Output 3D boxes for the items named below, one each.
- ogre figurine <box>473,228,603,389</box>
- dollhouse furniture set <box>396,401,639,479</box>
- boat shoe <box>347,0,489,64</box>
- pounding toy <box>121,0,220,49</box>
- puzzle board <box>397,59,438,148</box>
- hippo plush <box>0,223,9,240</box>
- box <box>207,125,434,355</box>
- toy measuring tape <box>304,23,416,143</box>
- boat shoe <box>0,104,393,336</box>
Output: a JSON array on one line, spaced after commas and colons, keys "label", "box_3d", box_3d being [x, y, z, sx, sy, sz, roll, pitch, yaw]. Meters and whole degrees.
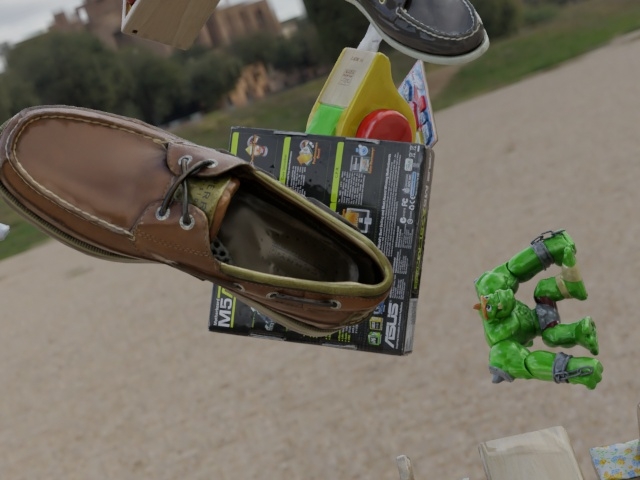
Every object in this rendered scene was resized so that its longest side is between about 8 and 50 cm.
[{"label": "ogre figurine", "box_3d": [0.227, 0.082, 1.534, 0.118, 0.197, 0.097, -18, -23, 14]}, {"label": "dollhouse furniture set", "box_3d": [0.173, 0.209, 1.091, 0.212, 0.161, 0.242, -13, 31, 2]}, {"label": "boat shoe", "box_3d": [0.075, -0.246, 1.391, 0.081, 0.068, 0.228, -33, 50, -19]}, {"label": "pounding toy", "box_3d": [-0.160, -0.280, 1.433, 0.100, 0.141, 0.130, 13, -34, -24]}, {"label": "puzzle board", "box_3d": [0.131, -0.173, 2.008, 0.011, 0.128, 0.096, 0, -23, -20]}, {"label": "hippo plush", "box_3d": [-0.425, -0.123, 1.202, 0.234, 0.236, 0.294, -3, 6, -35]}, {"label": "box", "box_3d": [0.000, 0.000, 1.296, 0.184, 0.190, 0.045, 5, -1, 17]}, {"label": "toy measuring tape", "box_3d": [0.074, -0.169, 1.586, 0.330, 0.121, 0.121, -63, 12, -7]}, {"label": "boat shoe", "box_3d": [-0.088, -0.027, 1.052, 0.307, 0.110, 0.104, 21, -18, -14]}]
